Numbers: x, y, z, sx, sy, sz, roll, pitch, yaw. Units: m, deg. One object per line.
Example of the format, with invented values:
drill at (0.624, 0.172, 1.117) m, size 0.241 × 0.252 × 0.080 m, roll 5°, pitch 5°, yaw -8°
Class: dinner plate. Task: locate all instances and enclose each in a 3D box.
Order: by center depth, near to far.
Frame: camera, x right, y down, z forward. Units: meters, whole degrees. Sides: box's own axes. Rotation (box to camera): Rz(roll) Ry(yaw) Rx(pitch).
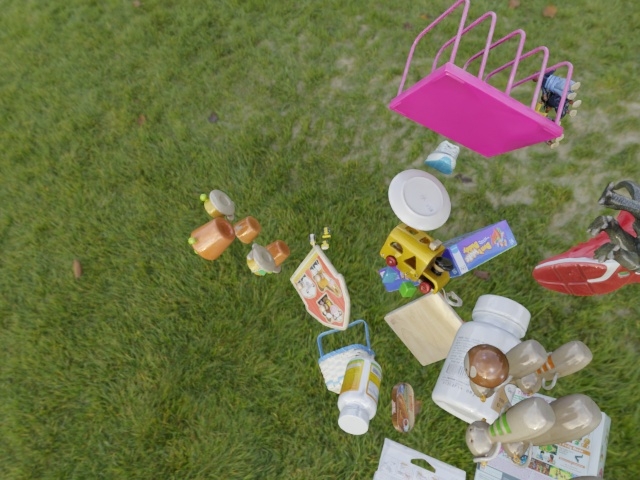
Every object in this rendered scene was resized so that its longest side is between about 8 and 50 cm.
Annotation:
dinner plate at (0.210, -0.089, 0.844) m, size 0.141 × 0.017 × 0.141 m, roll 5°, pitch 70°, yaw -13°

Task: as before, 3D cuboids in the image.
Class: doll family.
doll family at (0.532, -0.315, 0.956) m, size 0.076 × 0.193 × 0.111 m, roll -4°, pitch 40°, yaw -23°

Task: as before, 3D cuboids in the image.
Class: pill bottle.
pill bottle at (0.316, 0.228, 0.779) m, size 0.131 × 0.131 × 0.229 m, roll 24°, pitch 69°, yaw 17°
pill bottle at (0.137, 0.550, 1.444) m, size 0.136 × 0.136 × 0.245 m, roll 10°, pitch 33°, yaw 11°

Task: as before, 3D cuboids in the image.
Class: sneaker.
sneaker at (0.485, 0.015, 0.689) m, size 0.221 × 0.087 × 0.128 m, roll -14°, pitch 35°, yaw 46°
sneaker at (0.377, -0.258, 1.242) m, size 0.087 × 0.228 × 0.092 m, roll 30°, pitch 105°, yaw 4°

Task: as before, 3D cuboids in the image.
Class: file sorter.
file sorter at (0.339, -0.333, 0.858) m, size 0.291 × 0.202 × 0.182 m, roll 20°, pitch 83°, yaw -19°

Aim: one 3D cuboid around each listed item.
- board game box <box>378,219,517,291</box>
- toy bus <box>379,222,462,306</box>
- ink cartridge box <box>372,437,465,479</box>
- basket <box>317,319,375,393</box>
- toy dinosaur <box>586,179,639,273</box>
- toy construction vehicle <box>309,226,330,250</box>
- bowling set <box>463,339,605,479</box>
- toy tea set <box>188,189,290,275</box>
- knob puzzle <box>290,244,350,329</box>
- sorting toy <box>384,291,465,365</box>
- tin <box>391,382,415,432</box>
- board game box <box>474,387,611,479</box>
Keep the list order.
board game box at (0.365, 0.055, 1.219) m, size 0.233 × 0.347 × 0.078 m, roll -22°, pitch 85°, yaw -26°
toy bus at (0.247, 0.041, 0.962) m, size 0.202 × 0.104 × 0.191 m, roll 12°, pitch 37°, yaw -14°
ink cartridge box at (0.318, 0.836, 1.334) m, size 0.296 × 0.066 × 0.261 m, roll 18°, pitch 33°, yaw 13°
basket at (0.111, 0.519, 1.810) m, size 0.255 × 0.201 × 0.288 m, roll -25°, pitch 54°, yaw 22°
toy dinosaur at (0.432, 0.009, 0.505) m, size 0.160 × 0.313 × 0.121 m, roll 34°, pitch 109°, yaw 0°
toy construction vehicle at (0.000, 0.000, 1.625) m, size 0.086 × 0.035 × 0.098 m, roll -10°, pitch 60°, yaw 8°
bowling set at (0.255, 0.221, 0.559) m, size 0.200 × 0.154 × 0.287 m, roll 37°, pitch 39°, yaw 2°
toy tea set at (-0.235, 0.017, 1.171) m, size 0.124 × 0.336 × 0.200 m, roll -35°, pitch 34°, yaw 24°
knob puzzle at (0.002, 0.135, 0.982) m, size 0.030 × 0.213 × 0.213 m, roll -22°, pitch 58°, yaw -39°
sorting toy at (0.432, 0.327, 1.578) m, size 0.257 × 0.255 × 0.089 m, roll 51°, pitch 36°, yaw -4°
tin at (0.335, 0.674, 1.642) m, size 0.106 × 0.040 × 0.189 m, roll 14°, pitch 69°, yaw -32°
board game box at (0.467, 0.491, 0.872) m, size 0.224 × 0.097 × 0.303 m, roll 4°, pitch 68°, yaw 46°
